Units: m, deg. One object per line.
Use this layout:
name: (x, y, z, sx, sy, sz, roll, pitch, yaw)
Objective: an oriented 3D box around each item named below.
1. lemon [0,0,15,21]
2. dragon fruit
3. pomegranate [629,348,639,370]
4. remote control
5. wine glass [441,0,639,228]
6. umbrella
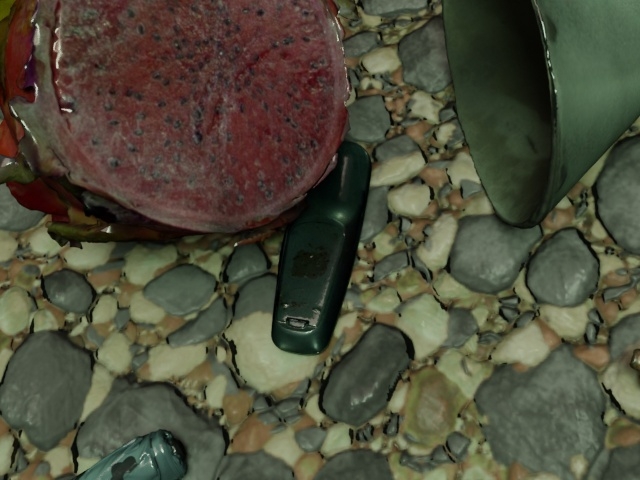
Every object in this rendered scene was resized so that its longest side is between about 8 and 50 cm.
lemon: (-0.382, -0.361, 0.733, 0.387, 0.350, 0.350, 1, 62, 30)
dragon fruit: (-0.165, -0.140, 0.616, 0.263, 0.314, 0.296, 4, 91, 55)
pomegranate: (0.313, 0.110, 0.500, 0.130, 0.130, 0.130, -4, 63, 8)
remote control: (0.000, 0.000, 0.646, 0.072, 0.042, 0.222, 8, 65, 11)
wine glass: (0.330, -0.178, 0.580, 0.405, 0.267, 0.267, -12, 62, -3)
umbrella: (-0.225, 0.236, 0.558, 0.250, 0.053, 0.052, -29, 63, -6)
